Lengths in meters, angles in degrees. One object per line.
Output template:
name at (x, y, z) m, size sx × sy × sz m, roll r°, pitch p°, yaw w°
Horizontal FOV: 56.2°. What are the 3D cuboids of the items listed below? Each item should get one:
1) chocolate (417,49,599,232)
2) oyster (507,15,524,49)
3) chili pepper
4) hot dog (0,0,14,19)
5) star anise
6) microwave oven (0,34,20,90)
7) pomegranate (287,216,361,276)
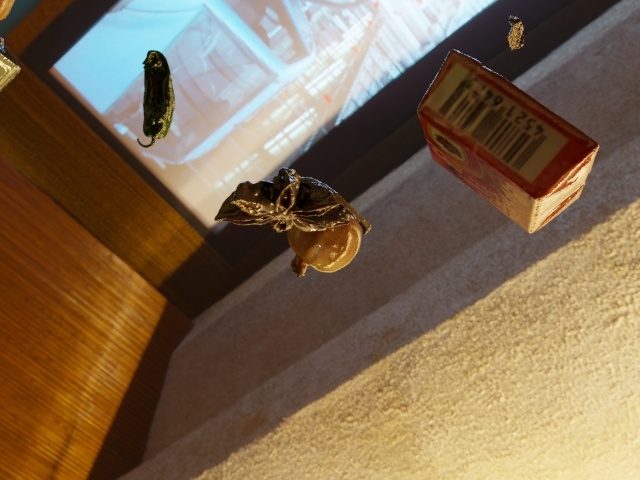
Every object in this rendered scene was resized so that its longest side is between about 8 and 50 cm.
chocolate at (0.261, -0.129, 0.868) m, size 0.108 × 0.237 × 0.235 m, roll -50°, pitch 160°, yaw 2°
oyster at (0.455, -0.480, 1.390) m, size 0.029 × 0.086 × 0.132 m, roll 7°, pitch -151°, yaw 24°
chili pepper at (-0.443, -0.378, 1.619) m, size 0.074 × 0.100 × 0.256 m, roll -157°, pitch -111°, yaw -73°
hot dog at (-0.922, -0.780, 1.729) m, size 0.337 × 0.135 × 0.100 m, roll -53°, pitch 175°, yaw 14°
star anise at (-0.044, -0.058, 1.001) m, size 0.230 × 0.263 × 0.081 m, roll 105°, pitch -13°, yaw -67°
microwave oven at (-0.716, -0.372, 1.200) m, size 0.163 × 0.129 × 0.205 m, roll -41°, pitch -120°, yaw 2°
pomegranate at (0.011, -0.013, 1.633) m, size 0.207 × 0.207 × 0.207 m, roll -37°, pitch -158°, yaw 18°
